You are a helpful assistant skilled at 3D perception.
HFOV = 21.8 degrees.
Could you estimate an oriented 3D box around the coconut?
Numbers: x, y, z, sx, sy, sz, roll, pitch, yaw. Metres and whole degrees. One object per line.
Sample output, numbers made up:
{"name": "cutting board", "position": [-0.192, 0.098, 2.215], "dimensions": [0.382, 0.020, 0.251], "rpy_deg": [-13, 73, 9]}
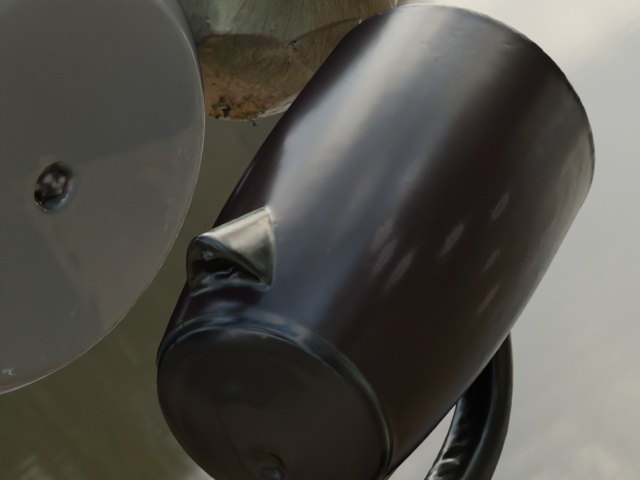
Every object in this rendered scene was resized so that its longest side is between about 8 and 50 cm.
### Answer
{"name": "coconut", "position": [-0.036, -0.153, 0.923], "dimensions": [0.171, 0.171, 0.183], "rpy_deg": [-41, 7, -22]}

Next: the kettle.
{"name": "kettle", "position": [0.025, 0.032, 0.741], "dimensions": [0.144, 0.202, 0.232], "rpy_deg": [-3, 33, 32]}

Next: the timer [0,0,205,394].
{"name": "timer", "position": [-0.223, -0.072, 0.838], "dimensions": [0.285, 0.285, 0.285], "rpy_deg": [-34, 11, 8]}
